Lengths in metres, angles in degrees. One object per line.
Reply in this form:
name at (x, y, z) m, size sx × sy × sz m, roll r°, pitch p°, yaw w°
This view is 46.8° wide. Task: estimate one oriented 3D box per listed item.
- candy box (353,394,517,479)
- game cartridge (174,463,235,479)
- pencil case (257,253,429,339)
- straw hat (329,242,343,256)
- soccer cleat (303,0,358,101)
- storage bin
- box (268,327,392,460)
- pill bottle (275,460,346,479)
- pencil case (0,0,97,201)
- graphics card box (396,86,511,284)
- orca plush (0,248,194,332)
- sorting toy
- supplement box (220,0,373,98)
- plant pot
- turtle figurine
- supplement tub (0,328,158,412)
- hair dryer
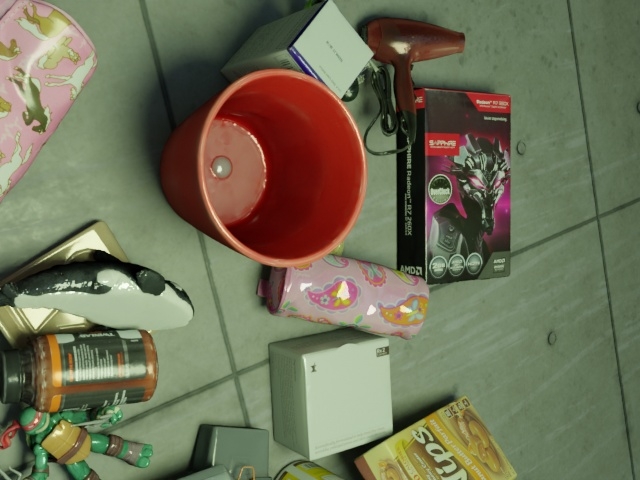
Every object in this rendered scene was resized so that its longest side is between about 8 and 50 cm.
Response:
candy box at (0.217, 0.414, 1.342) m, size 0.316 × 0.087 × 0.183 m, roll -8°, pitch 60°, yaw -54°
game cartridge at (-0.187, 0.497, 1.150) m, size 0.198 × 0.062 × 0.297 m, roll -14°, pitch 114°, yaw -13°
pencil case at (0.042, 0.091, 1.265) m, size 0.284 × 0.124 × 0.124 m, roll 11°, pitch 87°, yaw -20°
straw hat at (0.000, 0.000, 1.294) m, size 0.144 × 0.061 × 0.145 m, roll -3°, pitch 95°, yaw -33°
soccer cleat at (0.016, -0.315, 1.224) m, size 0.060 × 0.072 × 0.179 m, roll -23°, pitch 93°, yaw -8°
storage bin at (-0.142, 0.351, 1.209) m, size 0.135 × 0.098 × 0.091 m, roll 13°, pitch 76°, yaw -33°
box at (0.019, 0.260, 1.288) m, size 0.181 × 0.119 × 0.182 m, roll -6°, pitch 96°, yaw -33°
pill bottle at (0.014, 0.455, 1.240) m, size 0.117 × 0.215 × 0.117 m, roll -2°, pitch 94°, yaw -33°
pencil case at (-0.446, -0.132, 0.932) m, size 0.167 × 0.160 × 0.386 m, roll 35°, pitch 75°, yaw -22°
graphics card box at (0.261, -0.105, 1.442) m, size 0.232 × 0.094 × 0.371 m, roll -2°, pitch 95°, yaw -33°
orca plush at (-0.321, 0.065, 1.053) m, size 0.287 × 0.102 × 0.151 m, roll -1°, pitch 136°, yaw -29°
sorting toy at (-0.355, 0.102, 1.083) m, size 0.208 × 0.038 × 0.193 m, roll -39°, pitch 113°, yaw -30°
supplement box at (-0.041, -0.276, 1.153) m, size 0.111 × 0.220 × 0.114 m, roll 46°, pitch 67°, yaw -28°
plant pot at (-0.106, -0.106, 1.107) m, size 0.274 × 0.243 × 0.275 m, roll -3°, pitch 95°, yaw -32°
turtle figurine at (-0.351, 0.291, 1.048) m, size 0.175 × 0.118 × 0.234 m, roll -45°, pitch 132°, yaw -7°
supplement tub at (-0.329, 0.177, 1.008) m, size 0.197 × 0.106 × 0.106 m, roll 1°, pitch 93°, yaw -31°
hair dryer at (0.141, -0.295, 1.325) m, size 0.293 × 0.080 × 0.224 m, roll -40°, pitch 88°, yaw -14°
